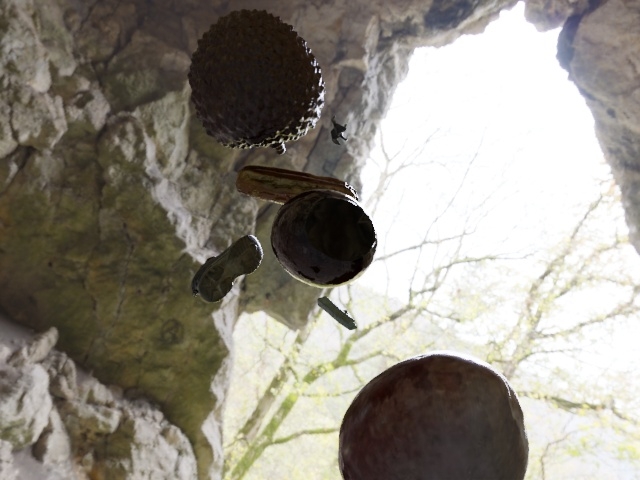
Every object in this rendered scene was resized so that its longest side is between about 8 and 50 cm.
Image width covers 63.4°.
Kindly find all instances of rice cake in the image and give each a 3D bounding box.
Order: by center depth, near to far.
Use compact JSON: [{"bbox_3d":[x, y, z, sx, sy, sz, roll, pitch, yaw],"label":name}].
[{"bbox_3d":[0.049,0.209,1.513,0.042,0.031,0.180,-17,27,-26],"label":"rice cake"}]

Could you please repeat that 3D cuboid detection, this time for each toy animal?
[{"bbox_3d":[0.036,-0.214,0.986,0.028,0.050,0.084,-4,-10,-8],"label":"toy animal"}]

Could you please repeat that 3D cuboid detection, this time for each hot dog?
[{"bbox_3d":[-0.051,-0.110,1.099,0.268,0.072,0.115,11,9,4],"label":"hot dog"}]

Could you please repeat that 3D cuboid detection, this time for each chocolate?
[{"bbox_3d":[0.000,0.000,0.802,0.176,0.177,0.177,23,-11,5],"label":"chocolate"}]

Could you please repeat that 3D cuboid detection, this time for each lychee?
[{"bbox_3d":[-0.129,-0.317,1.076,0.275,0.275,0.305,13,-49,44],"label":"lychee"}]

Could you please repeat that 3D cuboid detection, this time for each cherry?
[{"bbox_3d":[0.207,0.357,0.889,0.326,0.335,0.291,47,15,-10],"label":"cherry"}]

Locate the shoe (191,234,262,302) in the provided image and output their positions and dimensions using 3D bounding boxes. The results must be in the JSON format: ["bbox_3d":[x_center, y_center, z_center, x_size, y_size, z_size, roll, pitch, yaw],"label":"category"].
[{"bbox_3d":[-0.191,0.052,1.002,0.099,0.169,0.071,-5,-57,46],"label":"shoe"}]
